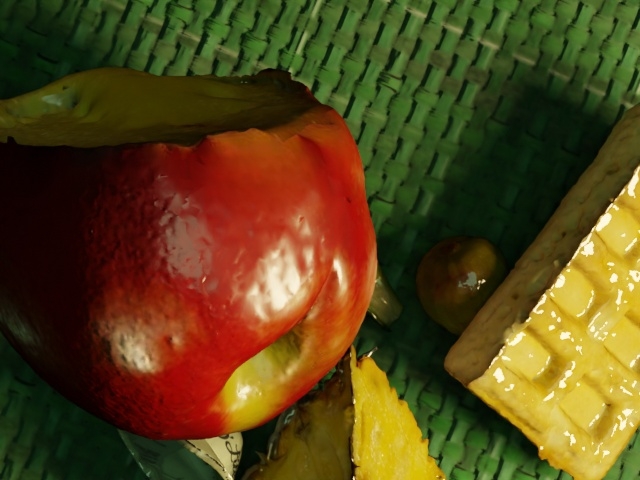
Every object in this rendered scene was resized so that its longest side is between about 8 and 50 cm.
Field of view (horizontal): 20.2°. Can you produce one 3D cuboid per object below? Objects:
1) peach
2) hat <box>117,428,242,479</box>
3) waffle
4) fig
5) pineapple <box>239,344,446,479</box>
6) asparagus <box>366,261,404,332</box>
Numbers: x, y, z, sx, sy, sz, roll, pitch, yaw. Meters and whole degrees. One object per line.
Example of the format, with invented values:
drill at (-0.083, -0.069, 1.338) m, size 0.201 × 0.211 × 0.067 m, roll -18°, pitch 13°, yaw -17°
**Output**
peach at (-0.116, -0.027, 1.243) m, size 0.281 × 0.281 × 0.338 m, roll -31°, pitch 59°, yaw -7°
hat at (-0.097, 0.144, 1.318) m, size 0.081 × 0.166 × 0.122 m, roll -24°, pitch 111°, yaw -16°
waffle at (0.226, 0.040, 1.371) m, size 0.168 × 0.057 × 0.274 m, roll 39°, pitch 85°, yaw -35°
fig at (0.113, 0.040, 1.382) m, size 0.074 × 0.074 × 0.088 m, roll -23°, pitch 115°, yaw -7°
pineapple at (0.016, 0.261, 1.348) m, size 0.158 × 0.161 × 0.334 m, roll -17°, pitch 73°, yaw 31°
asparagus at (0.000, 0.000, 1.381) m, size 0.178 × 0.041 × 0.045 m, roll 42°, pitch 93°, yaw -6°
